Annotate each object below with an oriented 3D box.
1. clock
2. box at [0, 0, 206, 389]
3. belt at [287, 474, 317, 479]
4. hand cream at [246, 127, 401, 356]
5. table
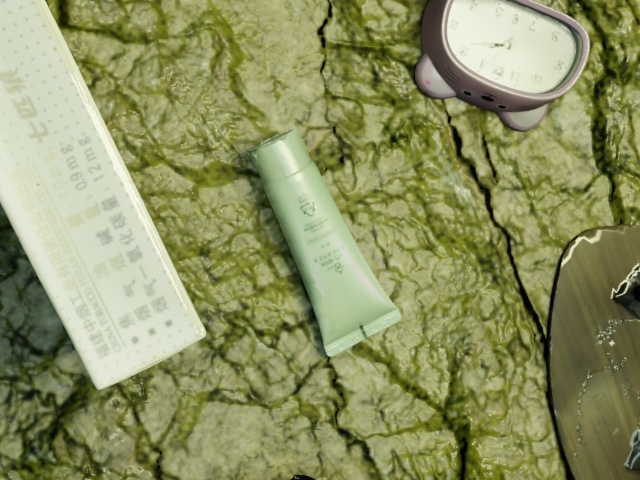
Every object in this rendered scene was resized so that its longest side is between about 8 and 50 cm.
[{"bbox_3d":[0.165,-0.168,0.939,0.153,0.050,0.110,19,90,-11],"label":"clock"},{"bbox_3d":[-0.205,-0.066,0.795,0.095,0.210,0.330,-25,98,-9],"label":"box"},{"bbox_3d":[-0.040,0.304,0.888,0.198,0.078,0.151,-51,134,-15],"label":"belt"},{"bbox_3d":[0.000,0.000,0.921,0.078,0.050,0.204,-27,103,-10],"label":"hand cream"},{"bbox_3d":[0.393,0.129,0.900,0.318,0.249,0.317,-1,94,-11],"label":"table"}]
